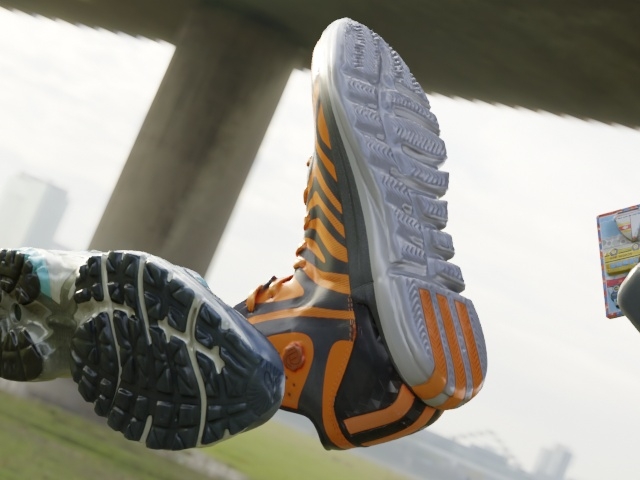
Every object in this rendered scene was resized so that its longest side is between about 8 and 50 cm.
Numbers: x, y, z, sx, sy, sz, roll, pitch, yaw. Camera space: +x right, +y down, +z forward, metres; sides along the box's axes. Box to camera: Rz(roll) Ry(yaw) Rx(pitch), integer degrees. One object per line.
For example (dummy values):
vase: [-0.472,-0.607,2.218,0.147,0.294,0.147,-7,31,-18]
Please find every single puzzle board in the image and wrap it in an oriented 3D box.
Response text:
puzzle board: [0.288,0.006,1.232,0.128,0.096,0.011,-16,-29,27]

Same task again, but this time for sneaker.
sneaker: [0.000,0.000,1.092,0.180,0.321,0.124,-30,-37,33]
sneaker: [-0.100,0.049,0.936,0.122,0.110,0.283,-5,13,-39]

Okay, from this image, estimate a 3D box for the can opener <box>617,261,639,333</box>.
can opener: [0.287,0.095,0.865,0.076,0.095,0.283,1,41,-38]
